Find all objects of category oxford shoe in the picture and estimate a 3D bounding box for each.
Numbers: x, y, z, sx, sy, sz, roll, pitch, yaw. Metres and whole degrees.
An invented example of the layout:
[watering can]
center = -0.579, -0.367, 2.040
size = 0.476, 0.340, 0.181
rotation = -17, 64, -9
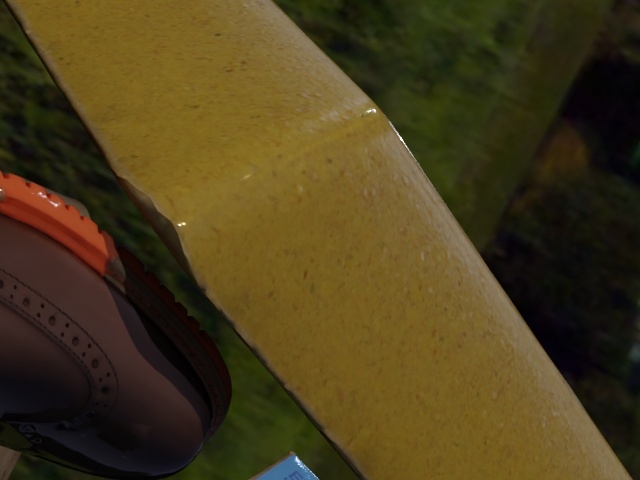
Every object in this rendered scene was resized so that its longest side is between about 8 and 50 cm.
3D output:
[oxford shoe]
center = -0.141, 0.025, 0.449
size = 0.097, 0.271, 0.098
rotation = -38, -141, 38

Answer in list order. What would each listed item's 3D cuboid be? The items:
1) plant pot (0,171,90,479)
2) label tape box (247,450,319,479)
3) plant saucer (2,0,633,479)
[plant pot]
center = -0.356, 0.058, 1.169
size = 0.323, 0.280, 0.323
rotation = -48, -155, 31
[label tape box]
center = -0.053, 0.302, 1.040
size = 0.334, 0.240, 0.106
rotation = -24, 156, -55
[plant saucer]
center = 0.000, 0.000, 0.680
size = 0.081, 0.333, 0.333
rotation = -38, -142, -1
